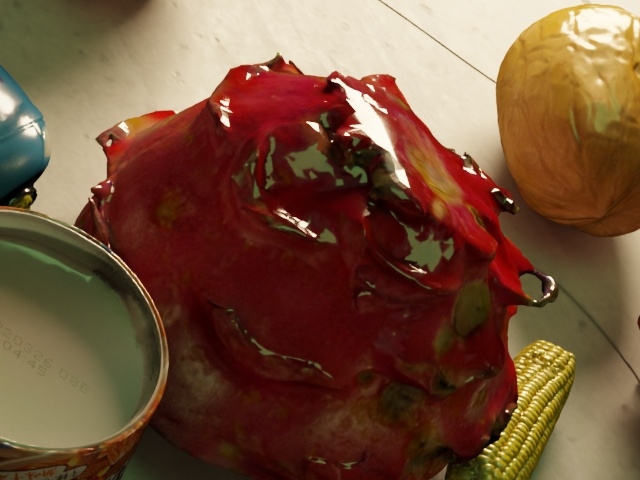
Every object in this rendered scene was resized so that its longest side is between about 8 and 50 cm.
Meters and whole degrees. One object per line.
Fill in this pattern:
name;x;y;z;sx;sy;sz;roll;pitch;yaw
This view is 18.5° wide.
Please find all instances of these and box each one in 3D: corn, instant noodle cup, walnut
corn;0.158;0.154;1.623;0.067;0.067;0.206;37;43;0
instant noodle cup;-0.229;0.110;1.318;0.250;0.192;0.250;17;46;-19
walnut;0.254;-0.111;1.837;0.193;0.193;0.225;13;58;-24

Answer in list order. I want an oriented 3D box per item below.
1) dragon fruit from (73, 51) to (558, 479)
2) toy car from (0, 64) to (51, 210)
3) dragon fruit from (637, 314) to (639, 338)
dragon fruit;0.000;0.000;1.522;0.371;0.249;0.386;10;41;-27
toy car;-0.323;-0.076;1.445;0.198;0.166;0.314;48;43;7
dragon fruit;0.430;0.093;1.700;0.302;0.295;0.295;32;41;15
